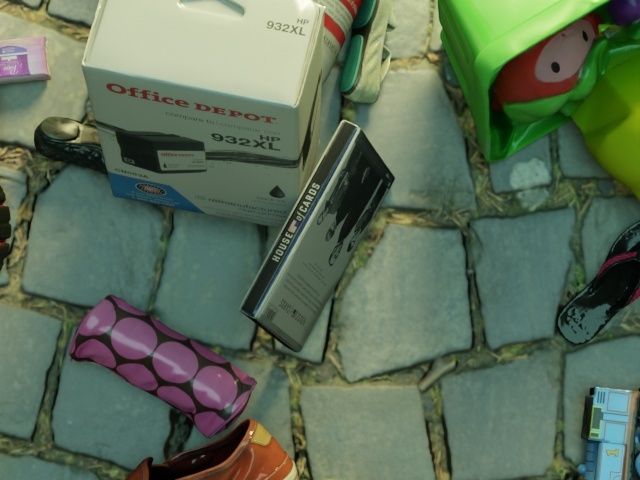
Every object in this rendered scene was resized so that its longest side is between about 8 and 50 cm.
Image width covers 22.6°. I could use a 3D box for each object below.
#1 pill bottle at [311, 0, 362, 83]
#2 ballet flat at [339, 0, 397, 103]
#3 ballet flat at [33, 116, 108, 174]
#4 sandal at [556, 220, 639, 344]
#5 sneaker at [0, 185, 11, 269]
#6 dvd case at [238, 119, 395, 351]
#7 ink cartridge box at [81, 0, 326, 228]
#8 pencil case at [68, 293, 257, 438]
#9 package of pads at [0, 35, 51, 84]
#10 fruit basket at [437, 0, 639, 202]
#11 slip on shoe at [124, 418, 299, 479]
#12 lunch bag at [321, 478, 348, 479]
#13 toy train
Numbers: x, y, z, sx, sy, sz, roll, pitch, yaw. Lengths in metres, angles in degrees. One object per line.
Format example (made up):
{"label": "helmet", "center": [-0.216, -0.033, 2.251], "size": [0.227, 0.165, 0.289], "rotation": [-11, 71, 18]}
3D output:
{"label": "pill bottle", "center": [-0.021, -0.395, 1.815], "size": [0.229, 0.229, 0.408], "rotation": [24, 83, 0]}
{"label": "ballet flat", "center": [0.063, -0.243, 1.899], "size": [0.052, 0.057, 0.168], "rotation": [16, 86, -29]}
{"label": "ballet flat", "center": [-0.251, -0.100, 1.869], "size": [0.173, 0.049, 0.057], "rotation": [21, 61, -6]}
{"label": "sandal", "center": [0.350, 0.050, 1.880], "size": [0.067, 0.040, 0.179], "rotation": [41, 83, 2]}
{"label": "sneaker", "center": [-0.442, -0.069, 1.832], "size": [0.136, 0.116, 0.314], "rotation": [-3, 87, 21]}
{"label": "dvd case", "center": [0.000, 0.000, 1.799], "size": [0.029, 0.179, 0.239], "rotation": [27, 82, 21]}
{"label": "ink cartridge box", "center": [-0.118, -0.144, 1.702], "size": [0.223, 0.307, 0.129], "rotation": [12, 67, 4]}
{"label": "pencil case", "center": [-0.181, 0.147, 1.815], "size": [0.209, 0.095, 0.098], "rotation": [32, 113, -1]}
{"label": "package of pads", "center": [-0.359, -0.210, 1.873], "size": [0.083, 0.032, 0.050], "rotation": [-6, 83, -4]}
{"label": "fruit basket", "center": [0.349, -0.200, 1.813], "size": [0.392, 0.283, 0.392], "rotation": [-2, 69, 6]}
{"label": "slip on shoe", "center": [-0.190, 0.292, 1.768], "size": [0.331, 0.123, 0.101], "rotation": [-24, 104, 2]}
{"label": "lunch bag", "center": [0.022, 0.355, 1.495], "size": [0.212, 0.305, 0.256], "rotation": [3, 85, -6]}
{"label": "toy train", "center": [0.350, 0.254, 1.843], "size": [0.105, 0.080, 0.184], "rotation": [6, 86, 7]}
